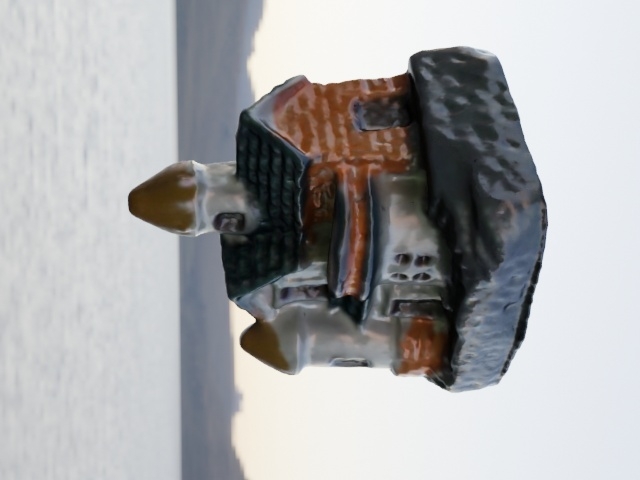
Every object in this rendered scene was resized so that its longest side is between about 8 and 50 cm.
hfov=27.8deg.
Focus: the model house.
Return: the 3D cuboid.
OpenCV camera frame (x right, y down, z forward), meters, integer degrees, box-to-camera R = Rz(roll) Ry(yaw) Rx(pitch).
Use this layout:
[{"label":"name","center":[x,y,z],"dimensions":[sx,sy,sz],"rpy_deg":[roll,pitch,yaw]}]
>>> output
[{"label":"model house","center":[0.000,0.000,1.020],"dimensions":[0.271,0.301,0.190],"rpy_deg":[98,-11,-55]}]
